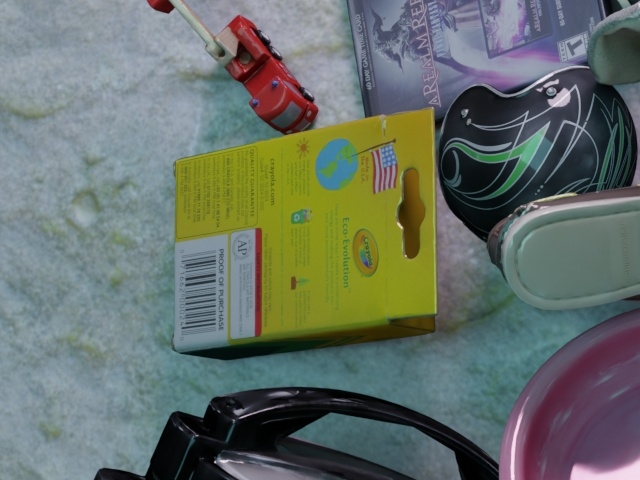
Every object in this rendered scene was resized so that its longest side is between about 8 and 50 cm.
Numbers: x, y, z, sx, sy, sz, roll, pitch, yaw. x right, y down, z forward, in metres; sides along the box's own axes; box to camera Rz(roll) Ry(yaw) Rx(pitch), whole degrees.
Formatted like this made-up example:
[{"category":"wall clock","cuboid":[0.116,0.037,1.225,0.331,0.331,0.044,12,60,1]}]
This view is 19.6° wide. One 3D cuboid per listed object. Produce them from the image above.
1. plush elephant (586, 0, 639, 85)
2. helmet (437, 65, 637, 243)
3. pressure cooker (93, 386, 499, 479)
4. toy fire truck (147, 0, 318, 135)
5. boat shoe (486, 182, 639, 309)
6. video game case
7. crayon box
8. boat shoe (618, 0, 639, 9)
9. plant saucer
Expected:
[{"category":"plush elephant","cuboid":[0.377,-0.182,1.546,0.272,0.255,0.330,-37,85,-1]},{"category":"helmet","cuboid":[0.204,-0.072,1.667,0.161,0.169,0.169,5,82,45]},{"category":"pressure cooker","cuboid":[-0.006,0.336,1.580,0.375,0.370,0.420,24,95,26]},{"category":"toy fire truck","cuboid":[-0.091,-0.195,1.864,0.047,0.135,0.192,-43,63,15]},{"category":"boat shoe","cuboid":[0.304,0.002,1.577,0.324,0.097,0.116,-4,101,-8]},{"category":"video game case","cuboid":[0.148,-0.224,1.783,0.274,0.026,0.196,-19,71,32]},{"category":"crayon box","cuboid":[0.000,0.000,1.780,0.318,0.081,0.202,-9,76,38]},{"category":"boat shoe","cuboid":[0.289,-0.318,1.713,0.079,0.084,0.233,-14,72,30]},{"category":"plant saucer","cuboid":[0.317,0.200,1.530,0.332,0.084,0.332,-7,50,8]}]
